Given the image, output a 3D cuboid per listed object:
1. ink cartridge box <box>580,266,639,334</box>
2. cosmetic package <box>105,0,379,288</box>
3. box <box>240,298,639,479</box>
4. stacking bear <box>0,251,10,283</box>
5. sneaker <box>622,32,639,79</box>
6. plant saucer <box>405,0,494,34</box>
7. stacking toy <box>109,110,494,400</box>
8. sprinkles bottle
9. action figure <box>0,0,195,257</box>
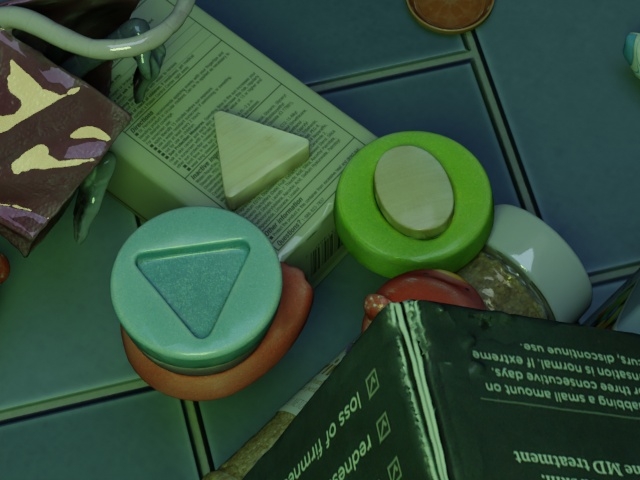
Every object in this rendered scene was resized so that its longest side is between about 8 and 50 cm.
[{"bbox_3d":[0.223,0.088,1.500,0.065,0.186,0.311,46,110,0],"label":"ink cartridge box"},{"bbox_3d":[-0.104,-0.089,1.720,0.309,0.113,0.160,38,68,19],"label":"cosmetic package"},{"bbox_3d":[0.099,0.371,1.200,0.297,0.480,0.471,10,49,-26],"label":"box"},{"bbox_3d":[-0.407,0.018,1.643,0.289,0.164,0.175,18,63,4],"label":"stacking bear"},{"bbox_3d":[0.375,-0.220,1.807,0.237,0.085,0.086,-38,73,-20],"label":"sneaker"},{"bbox_3d":[0.121,-0.227,1.850,0.084,0.013,0.083,0,62,0],"label":"plant saucer"},{"bbox_3d":[0.000,0.000,1.529,0.309,0.130,0.279,10,62,7],"label":"stacking toy"},{"bbox_3d":[0.064,0.124,1.601,0.121,0.121,0.355,40,69,19],"label":"sprinkles bottle"},{"bbox_3d":[-0.320,-0.144,1.541,0.370,0.275,0.248,25,45,-13],"label":"action figure"}]
